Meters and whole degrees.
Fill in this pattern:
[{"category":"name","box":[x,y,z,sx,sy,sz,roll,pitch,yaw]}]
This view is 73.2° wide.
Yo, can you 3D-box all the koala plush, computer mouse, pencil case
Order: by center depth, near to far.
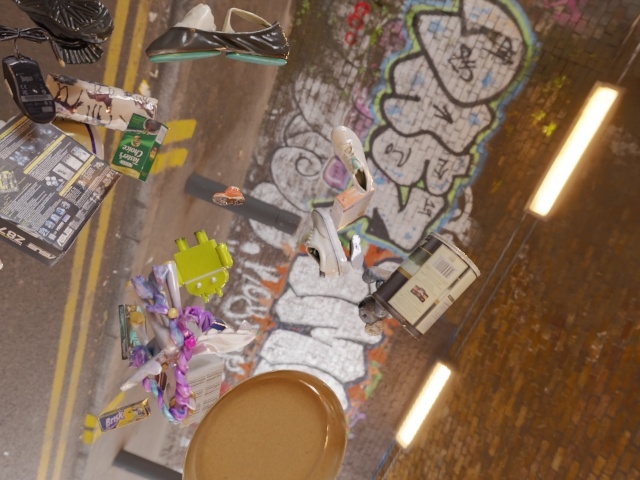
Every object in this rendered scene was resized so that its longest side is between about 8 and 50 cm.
[{"category":"computer mouse","box":[-0.799,-0.463,1.210,0.184,0.060,0.262,-43,122,-52]},{"category":"koala plush","box":[0.222,0.241,1.603,0.221,0.203,0.196,-54,-143,34]},{"category":"pencil case","box":[-0.848,-0.506,1.655,0.160,0.410,0.184,47,-57,46]}]

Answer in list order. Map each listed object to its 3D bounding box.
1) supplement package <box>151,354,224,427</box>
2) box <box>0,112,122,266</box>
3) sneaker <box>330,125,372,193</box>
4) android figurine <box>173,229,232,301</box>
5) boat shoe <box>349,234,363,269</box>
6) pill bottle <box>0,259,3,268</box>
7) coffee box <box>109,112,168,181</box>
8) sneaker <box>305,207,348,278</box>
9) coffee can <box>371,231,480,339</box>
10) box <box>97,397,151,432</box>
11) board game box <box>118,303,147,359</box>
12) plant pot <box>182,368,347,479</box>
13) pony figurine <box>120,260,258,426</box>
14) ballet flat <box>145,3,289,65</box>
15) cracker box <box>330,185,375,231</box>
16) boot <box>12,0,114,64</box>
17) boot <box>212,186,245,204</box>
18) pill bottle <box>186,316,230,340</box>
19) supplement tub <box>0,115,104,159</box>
[{"category":"supplement package","box":[-0.457,0.478,1.477,0.149,0.194,0.203,-7,114,-50]},{"category":"box","box":[-0.792,-0.160,1.216,0.097,0.318,0.395,-33,-148,28]},{"category":"sneaker","box":[0.097,-0.231,1.241,0.080,0.212,0.094,-27,-165,11]},{"category":"android figurine","box":[-0.466,0.104,1.690,0.056,0.248,0.273,-47,118,-87]},{"category":"boat shoe","box":[0.129,0.048,1.602,0.040,0.049,0.142,131,-34,-57]},{"category":"pill bottle","box":[-1.218,0.057,1.574,0.065,0.116,0.065,-33,167,-8]},{"category":"coffee box","box":[-0.542,-0.278,1.288,0.184,0.113,0.040,-67,166,-4]},{"category":"sneaker","box":[0.000,0.000,1.242,0.258,0.091,0.094,-112,-164,-44]},{"category":"coffee can","box":[0.324,0.139,1.341,0.275,0.201,0.201,-47,-179,1]},{"category":"box","box":[-0.704,0.630,1.552,0.054,0.168,0.059,88,-17,-89]},{"category":"board game box","box":[-0.646,0.318,1.493,0.126,0.026,0.186,54,23,-73]},{"category":"plant pot","box":[-0.072,0.289,0.597,0.032,0.236,0.236,9,-104,63]},{"category":"pony figurine","box":[-0.354,0.243,1.042,0.302,0.364,0.351,-12,155,-35]},{"category":"ballet flat","box":[-0.188,-0.382,0.807,0.095,0.280,0.096,18,-64,52]},{"category":"cracker box","box":[0.124,-0.142,1.771,0.155,0.067,0.232,-32,166,-17]},{"category":"boot","box":[-0.765,-0.657,1.379,0.131,0.347,0.260,-59,169,-17]},{"category":"boot","box":[-0.433,-0.211,1.992,0.059,0.157,0.085,-41,-118,41]},{"category":"pill bottle","box":[-0.342,0.278,1.317,0.094,0.094,0.169,-68,153,-12]},{"category":"supplement tub","box":[-1.048,-0.357,1.663,0.331,0.241,0.241,-17,138,-45]}]
